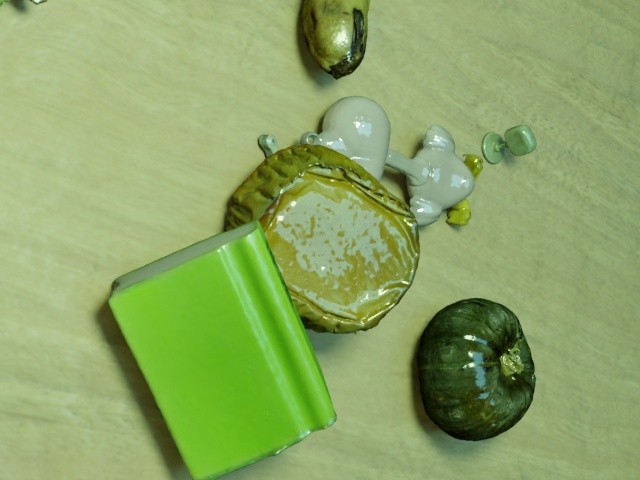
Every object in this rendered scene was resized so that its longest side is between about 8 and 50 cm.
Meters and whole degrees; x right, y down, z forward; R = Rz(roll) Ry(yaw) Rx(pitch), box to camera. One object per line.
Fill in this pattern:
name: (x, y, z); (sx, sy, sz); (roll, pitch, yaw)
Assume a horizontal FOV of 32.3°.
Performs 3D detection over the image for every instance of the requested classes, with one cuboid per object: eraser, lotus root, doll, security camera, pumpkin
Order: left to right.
eraser: (-0.118, 0.140, 1.383); (0.210, 0.092, 0.274); (-24, 104, 2)
lotus root: (0.028, -0.351, 1.600); (0.110, 0.097, 0.258); (64, 32, -65)
doll: (0.116, -0.113, 1.663); (0.365, 0.094, 0.160); (14, 88, -38)
pumpkin: (0.245, 0.200, 1.714); (0.224, 0.157, 0.223); (16, 69, -47)
security camera: (0.320, -0.162, 1.841); (0.058, 0.092, 0.058); (5, 82, -41)

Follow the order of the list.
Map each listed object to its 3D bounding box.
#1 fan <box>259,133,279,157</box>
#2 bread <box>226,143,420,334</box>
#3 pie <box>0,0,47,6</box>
fan: (-0.028, -0.022, 1.580); (0.057, 0.023, 0.282); (-26, 106, -32)
bread: (0.000, 0.000, 1.496); (0.253, 0.142, 0.227); (38, 89, -22)
pie: (-0.419, -0.380, 1.212); (0.257, 0.105, 0.274); (-22, 101, -30)
